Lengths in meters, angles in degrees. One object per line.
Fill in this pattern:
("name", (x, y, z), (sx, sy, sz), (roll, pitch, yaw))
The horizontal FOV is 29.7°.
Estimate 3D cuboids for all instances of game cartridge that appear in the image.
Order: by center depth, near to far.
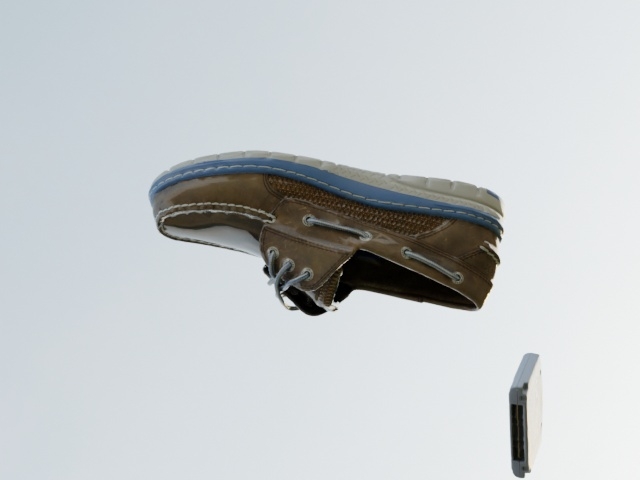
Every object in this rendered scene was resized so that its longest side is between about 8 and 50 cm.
("game cartridge", (0.155, 0.129, 0.906), (0.056, 0.017, 0.083), (-46, -43, -53))

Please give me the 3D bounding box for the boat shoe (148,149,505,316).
("boat shoe", (0.000, 0.000, 0.605), (0.183, 0.066, 0.066), (4, -26, 7))
